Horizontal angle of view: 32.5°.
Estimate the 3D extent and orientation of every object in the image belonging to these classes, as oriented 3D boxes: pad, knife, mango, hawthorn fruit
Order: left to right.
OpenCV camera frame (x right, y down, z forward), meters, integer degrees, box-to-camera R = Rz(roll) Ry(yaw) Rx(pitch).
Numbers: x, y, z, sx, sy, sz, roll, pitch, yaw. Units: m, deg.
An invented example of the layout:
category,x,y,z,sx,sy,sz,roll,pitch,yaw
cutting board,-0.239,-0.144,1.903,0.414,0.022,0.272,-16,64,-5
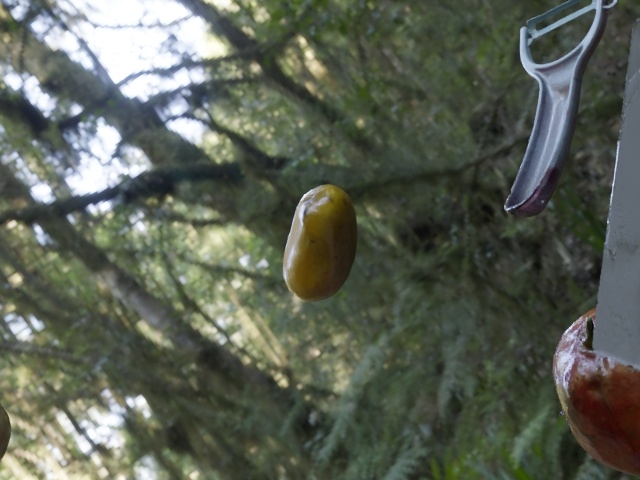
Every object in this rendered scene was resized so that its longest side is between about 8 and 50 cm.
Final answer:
category,x,y,z,sx,sy,sz,roll,pitch,yaw
mango,0.001,-0.001,1.388,0.115,0.090,0.178,-66,-14,-48
knife,0.235,-0.129,1.084,0.123,0.053,0.278,-27,37,47
hawthorn fruit,0.394,0.175,1.398,0.224,0.261,0.224,-38,30,28
pad,0.237,-0.021,0.759,0.004,0.232,0.156,2,-12,42

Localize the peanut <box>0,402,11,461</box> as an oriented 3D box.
category,x,y,z,sx,sy,sz,roll,pitch,yaw
peanut,-0.379,0.178,0.930,0.228,0.104,0.085,-8,20,-18
